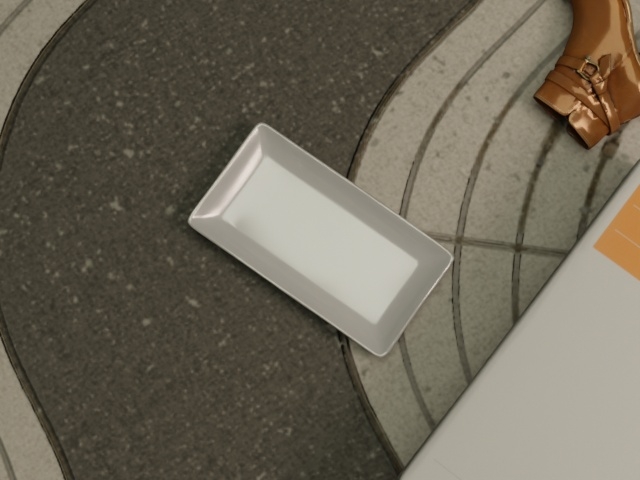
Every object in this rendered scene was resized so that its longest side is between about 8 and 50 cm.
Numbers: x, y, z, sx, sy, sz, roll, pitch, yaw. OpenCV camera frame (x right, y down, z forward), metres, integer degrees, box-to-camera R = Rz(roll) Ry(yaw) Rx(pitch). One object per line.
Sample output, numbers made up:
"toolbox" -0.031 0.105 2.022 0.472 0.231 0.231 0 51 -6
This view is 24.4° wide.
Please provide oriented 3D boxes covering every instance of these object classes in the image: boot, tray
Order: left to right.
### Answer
"tray" 0.000 0.000 1.650 0.270 0.030 0.145 35 82 8
"boot" 0.292 -0.212 1.659 0.152 0.073 0.197 -42 79 -1

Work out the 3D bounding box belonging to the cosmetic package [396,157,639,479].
"cosmetic package" 0.303 0.142 1.549 0.230 0.161 0.453 36 84 8
